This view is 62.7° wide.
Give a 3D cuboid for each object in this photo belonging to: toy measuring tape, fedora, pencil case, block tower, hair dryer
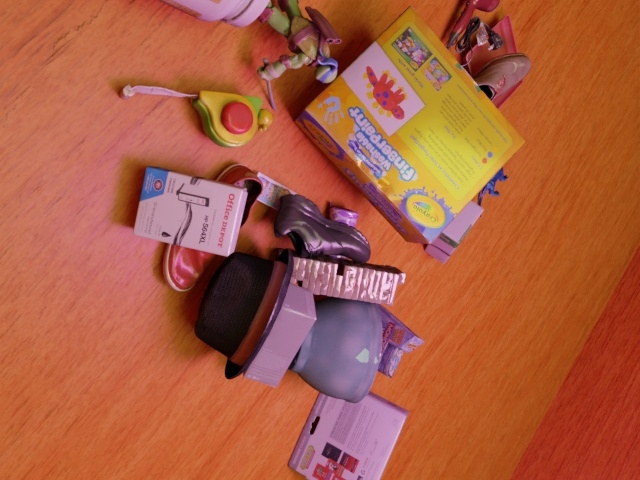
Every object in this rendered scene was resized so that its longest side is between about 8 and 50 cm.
[{"bbox_3d":[-0.252,-0.258,1.122,0.330,0.121,0.121,-3,105,-32],"label":"toy measuring tape"},{"bbox_3d":[-0.194,0.147,1.225,0.152,0.334,0.334,25,86,-13],"label":"fedora"},{"bbox_3d":[0.042,0.005,1.474,0.086,0.088,0.206,-1,108,-79],"label":"pencil case"},{"bbox_3d":[0.047,0.098,1.394,0.335,0.091,0.097,8,100,-11],"label":"block tower"},{"bbox_3d":[0.459,-0.697,1.587,0.223,0.080,0.293,-28,105,-27],"label":"hair dryer"}]

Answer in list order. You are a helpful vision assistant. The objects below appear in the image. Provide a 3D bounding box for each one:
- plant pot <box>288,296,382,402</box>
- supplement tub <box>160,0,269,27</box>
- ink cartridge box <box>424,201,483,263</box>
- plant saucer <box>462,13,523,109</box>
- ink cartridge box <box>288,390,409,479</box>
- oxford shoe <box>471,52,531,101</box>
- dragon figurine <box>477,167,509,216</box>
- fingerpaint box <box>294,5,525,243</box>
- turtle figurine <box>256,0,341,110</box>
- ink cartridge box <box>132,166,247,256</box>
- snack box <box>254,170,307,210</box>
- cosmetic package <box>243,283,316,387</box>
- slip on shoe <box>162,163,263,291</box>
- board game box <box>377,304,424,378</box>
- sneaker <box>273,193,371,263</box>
[{"bbox_3d":[0.018,0.280,1.430,0.196,0.293,0.293,12,96,-15],"label":"plant pot"},{"bbox_3d":[-0.249,-0.543,0.951,0.316,0.228,0.228,10,96,-42],"label":"supplement tub"},{"bbox_3d":[0.433,-0.031,1.723,0.153,0.087,0.208,-50,167,-18],"label":"ink cartridge box"},{"bbox_3d":[0.577,-0.577,1.773,0.258,0.048,0.259,-46,127,-21],"label":"plant saucer"},{"bbox_3d":[0.089,0.616,1.636,0.309,0.272,0.130,-65,163,-4],"label":"ink cartridge box"},{"bbox_3d":[0.534,-0.477,1.646,0.348,0.130,0.123,-31,125,-7],"label":"oxford shoe"},{"bbox_3d":[0.592,-0.230,1.867,0.289,0.085,0.144,-53,130,-16],"label":"dragon figurine"},{"bbox_3d":[0.222,-0.275,1.330,0.445,0.163,0.371,45,82,-10],"label":"fingerpaint box"},{"bbox_3d":[-0.085,-0.458,1.206,0.198,0.274,0.266,-33,105,-2],"label":"turtle figurine"},{"bbox_3d":[-0.270,-0.062,1.110,0.203,0.086,0.148,13,95,-3],"label":"ink cartridge box"},{"bbox_3d":[-0.109,-0.111,1.343,0.178,0.022,0.064,27,86,-42],"label":"snack box"},{"bbox_3d":[-0.106,0.232,1.316,0.107,0.127,0.238,24,115,-18],"label":"cosmetic package"},{"bbox_3d":[-0.244,-0.029,1.202,0.123,0.101,0.331,42,76,-42],"label":"slip on shoe"},{"bbox_3d":[0.214,0.316,1.638,0.060,0.194,0.194,33,81,-42],"label":"board game box"},{"bbox_3d":[0.000,0.000,1.340,0.286,0.109,0.130,29,66,-19],"label":"sneaker"}]
